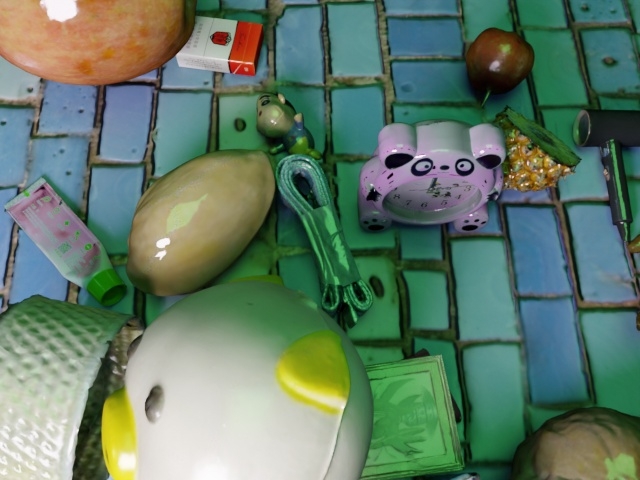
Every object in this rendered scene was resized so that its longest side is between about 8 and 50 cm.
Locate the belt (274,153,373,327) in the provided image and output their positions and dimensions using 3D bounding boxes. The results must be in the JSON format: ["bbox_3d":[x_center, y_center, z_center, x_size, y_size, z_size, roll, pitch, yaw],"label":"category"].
[{"bbox_3d":[0.000,0.000,1.037,0.087,0.072,0.302,-17,76,-16],"label":"belt"}]

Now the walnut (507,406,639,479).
[{"bbox_3d":[0.373,0.348,0.835,0.249,0.248,0.248,1,67,-1],"label":"walnut"}]

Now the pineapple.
[{"bbox_3d":[0.339,-0.131,1.092,0.176,0.136,0.161,-3,47,-45],"label":"pineapple"}]

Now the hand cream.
[{"bbox_3d":[-0.430,0.003,1.060,0.275,0.050,0.079,42,47,20],"label":"hand cream"}]

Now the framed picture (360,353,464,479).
[{"bbox_3d":[0.086,0.272,0.943,0.232,0.010,0.172,-10,71,1],"label":"framed picture"}]

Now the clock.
[{"bbox_3d":[0.176,-0.098,1.002,0.228,0.248,0.090,0,65,-1],"label":"clock"}]

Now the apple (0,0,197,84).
[{"bbox_3d":[-0.384,-0.453,1.069,0.347,0.391,0.391,-1,67,0],"label":"apple"}]

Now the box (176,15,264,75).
[{"bbox_3d":[-0.194,-0.380,1.221,0.152,0.048,0.100,9,70,0],"label":"box"}]

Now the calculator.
[{"bbox_3d":[0.110,0.260,0.968,0.191,0.034,0.126,-24,72,-10],"label":"calculator"}]

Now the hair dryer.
[{"bbox_3d":[0.544,-0.118,1.128,0.128,0.070,0.255,-2,75,-3],"label":"hair dryer"}]

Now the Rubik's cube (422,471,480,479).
[{"bbox_3d":[0.119,0.440,0.788,0.231,0.224,0.221,-19,71,-11],"label":"Rubik's cube"}]

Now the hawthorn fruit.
[{"bbox_3d":[0.335,-0.328,1.178,0.125,0.125,0.140,-12,101,-6],"label":"hawthorn fruit"}]

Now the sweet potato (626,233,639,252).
[{"bbox_3d":[0.641,-0.055,1.095,0.269,0.075,0.074,-35,72,-2],"label":"sweet potato"}]

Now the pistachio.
[{"bbox_3d":[-0.196,-0.035,1.015,0.181,0.162,0.293,46,70,-1],"label":"pistachio"}]

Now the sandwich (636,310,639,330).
[{"bbox_3d":[0.634,0.064,0.996,0.212,0.109,0.292,13,59,25],"label":"sandwich"}]

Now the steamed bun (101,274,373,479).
[{"bbox_3d":[-0.099,0.215,0.806,0.334,0.333,0.374,-33,28,-14],"label":"steamed bun"}]

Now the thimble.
[{"bbox_3d":[-0.352,0.214,0.850,0.150,0.271,0.270,11,68,1],"label":"thimble"}]

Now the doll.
[{"bbox_3d":[-0.066,-0.200,1.131,0.089,0.102,0.179,-4,54,-50],"label":"doll"}]
